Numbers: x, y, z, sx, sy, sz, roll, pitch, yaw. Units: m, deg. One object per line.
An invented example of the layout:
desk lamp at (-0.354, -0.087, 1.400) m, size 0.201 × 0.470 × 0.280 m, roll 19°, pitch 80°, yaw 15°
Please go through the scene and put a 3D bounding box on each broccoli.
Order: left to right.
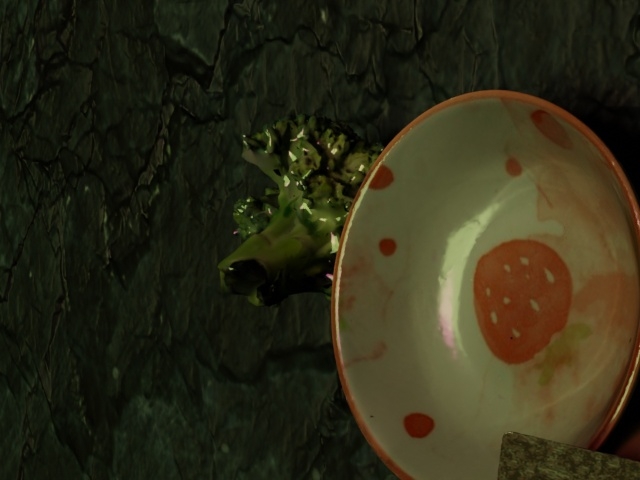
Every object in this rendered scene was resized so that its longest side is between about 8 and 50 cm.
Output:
broccoli at (0.000, 0.000, 1.216) m, size 0.154 × 0.160 × 0.167 m, roll 16°, pitch 129°, yaw 39°

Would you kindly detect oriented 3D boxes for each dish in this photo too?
dish at (0.125, 0.039, 1.084) m, size 0.260 × 0.085 × 0.260 m, roll -7°, pitch 80°, yaw 46°

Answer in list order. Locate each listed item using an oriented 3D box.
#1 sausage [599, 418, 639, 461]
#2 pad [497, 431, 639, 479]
sausage at (0.143, 0.247, 1.109) m, size 0.094 × 0.094 × 0.419 m, roll 31°, pitch 131°, yaw 0°
pad at (0.174, 0.214, 1.006) m, size 0.158 × 0.003 × 0.235 m, roll 12°, pitch 128°, yaw 14°
